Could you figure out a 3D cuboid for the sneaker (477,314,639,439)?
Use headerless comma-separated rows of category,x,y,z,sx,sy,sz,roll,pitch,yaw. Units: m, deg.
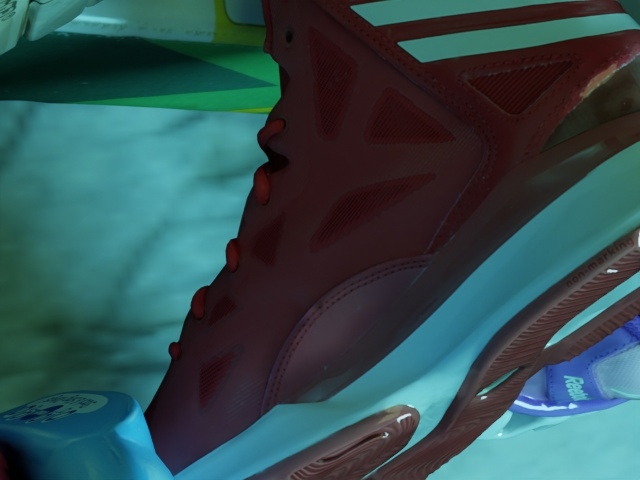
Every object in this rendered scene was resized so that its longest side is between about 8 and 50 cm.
sneaker,0.142,0.009,0.596,0.236,0.104,0.095,-13,85,-36

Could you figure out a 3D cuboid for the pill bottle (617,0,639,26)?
pill bottle,0.195,-0.097,0.524,0.278,0.162,0.162,-12,86,-38

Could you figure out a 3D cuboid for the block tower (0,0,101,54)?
block tower,-0.155,-0.050,0.360,0.335,0.097,0.091,-32,89,-18

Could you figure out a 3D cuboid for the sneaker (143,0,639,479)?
sneaker,0.000,0.000,0.473,0.087,0.221,0.128,15,44,-61

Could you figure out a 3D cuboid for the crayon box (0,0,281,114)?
crayon box,0.014,-0.144,0.559,0.319,0.081,0.202,1,79,-33

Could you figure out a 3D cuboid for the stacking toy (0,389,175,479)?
stacking toy,-0.174,0.131,0.352,0.302,0.175,0.165,-7,88,-21
